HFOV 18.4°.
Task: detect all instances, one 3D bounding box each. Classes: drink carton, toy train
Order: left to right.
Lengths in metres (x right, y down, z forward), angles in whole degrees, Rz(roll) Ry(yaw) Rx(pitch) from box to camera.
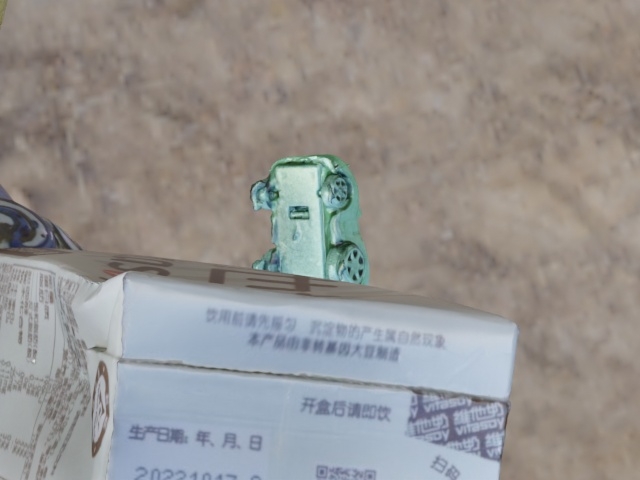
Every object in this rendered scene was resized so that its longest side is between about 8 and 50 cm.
[{"bbox_3d":[-0.061,0.077,1.004,0.194,0.132,0.324,7,179,-21],"label":"drink carton"},{"bbox_3d":[0.000,0.000,1.728,0.099,0.149,0.081,-4,180,34],"label":"toy train"}]

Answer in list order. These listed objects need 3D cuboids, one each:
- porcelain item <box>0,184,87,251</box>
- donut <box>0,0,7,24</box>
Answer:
[{"bbox_3d":[-0.220,0.023,1.312,0.186,0.288,0.138,20,91,-31],"label":"porcelain item"},{"bbox_3d":[-0.224,-0.096,0.920,0.190,0.074,0.174,-41,155,-3],"label":"donut"}]
